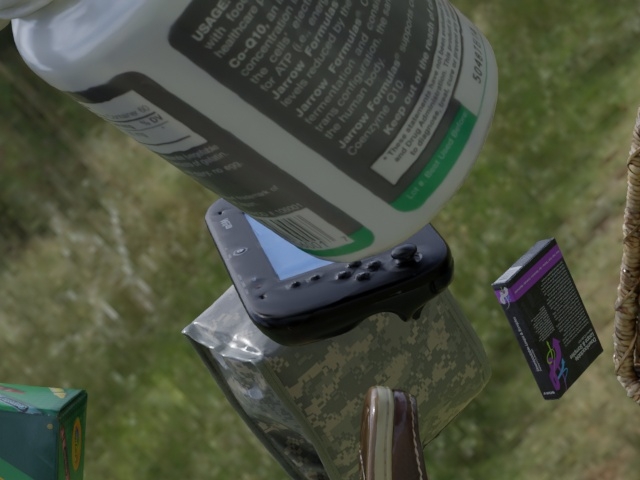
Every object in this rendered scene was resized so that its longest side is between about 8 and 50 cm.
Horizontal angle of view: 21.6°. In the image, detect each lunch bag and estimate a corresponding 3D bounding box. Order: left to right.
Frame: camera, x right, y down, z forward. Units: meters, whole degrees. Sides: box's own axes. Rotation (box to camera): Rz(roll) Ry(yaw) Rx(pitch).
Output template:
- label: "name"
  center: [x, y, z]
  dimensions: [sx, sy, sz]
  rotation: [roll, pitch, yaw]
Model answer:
- label: "lunch bag"
  center: [0.034, 0.132, 1.762]
  dimensions: [0.235, 0.287, 0.169]
  rotation: [-45, 34, -21]

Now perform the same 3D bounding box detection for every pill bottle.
- label: "pill bottle"
  center: [-0.068, -0.151, 1.091]
  dimensions: [0.204, 0.361, 0.204]
  rotation: [-30, 42, 32]

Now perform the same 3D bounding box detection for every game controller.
- label: "game controller"
  center: [0.000, 0.000, 1.409]
  dimensions: [0.166, 0.067, 0.319]
  rotation: [-11, 20, -9]

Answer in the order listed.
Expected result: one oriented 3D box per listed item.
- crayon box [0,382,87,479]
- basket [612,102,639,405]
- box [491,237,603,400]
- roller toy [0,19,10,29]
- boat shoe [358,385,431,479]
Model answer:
- label: "crayon box"
  center: [-0.272, 0.246, 1.279]
  dimensions: [0.081, 0.165, 0.278]
  rotation: [-50, -36, -78]
- label: "basket"
  center: [0.377, 0.043, 1.341]
  dimensions: [0.223, 0.299, 0.213]
  rotation: [-6, 32, -11]
- label: "box"
  center: [0.274, 0.094, 2.013]
  dimensions: [0.029, 0.162, 0.116]
  rotation: [-14, 17, 45]
- label: "roller toy"
  center: [-0.339, -0.268, 1.416]
  dimensions: [0.209, 0.191, 0.146]
  rotation: [-131, 57, -63]
- label: "boat shoe"
  center: [0.107, 0.284, 1.493]
  dimensions: [0.123, 0.342, 0.123]
  rotation: [-9, 14, -1]
